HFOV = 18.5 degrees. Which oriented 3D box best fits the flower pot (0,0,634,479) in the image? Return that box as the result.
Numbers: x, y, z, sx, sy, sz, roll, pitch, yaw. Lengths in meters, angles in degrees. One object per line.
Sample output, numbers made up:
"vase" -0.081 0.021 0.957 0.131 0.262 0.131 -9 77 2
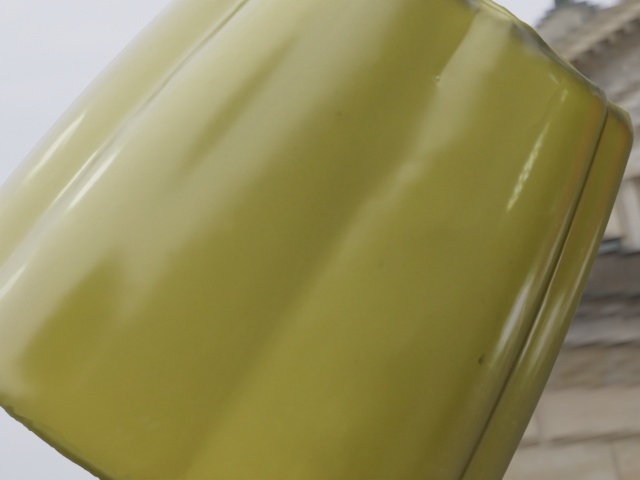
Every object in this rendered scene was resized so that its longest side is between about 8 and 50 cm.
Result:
"flower pot" 0.000 0.000 0.632 0.179 0.195 0.195 -56 -24 3
